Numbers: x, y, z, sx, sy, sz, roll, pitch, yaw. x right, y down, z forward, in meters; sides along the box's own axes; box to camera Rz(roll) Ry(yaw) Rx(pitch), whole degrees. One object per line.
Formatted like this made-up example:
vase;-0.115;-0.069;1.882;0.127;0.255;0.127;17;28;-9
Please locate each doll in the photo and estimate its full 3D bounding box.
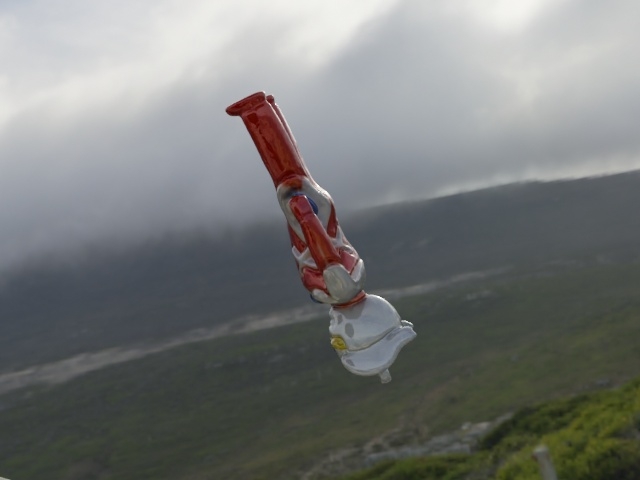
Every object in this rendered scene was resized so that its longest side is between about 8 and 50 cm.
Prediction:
doll;0.000;0.000;1.123;0.099;0.384;0.188;-28;3;5

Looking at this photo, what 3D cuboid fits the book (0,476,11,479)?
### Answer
book;-0.299;0.371;1.094;0.160;0.228;0.024;-5;33;48
